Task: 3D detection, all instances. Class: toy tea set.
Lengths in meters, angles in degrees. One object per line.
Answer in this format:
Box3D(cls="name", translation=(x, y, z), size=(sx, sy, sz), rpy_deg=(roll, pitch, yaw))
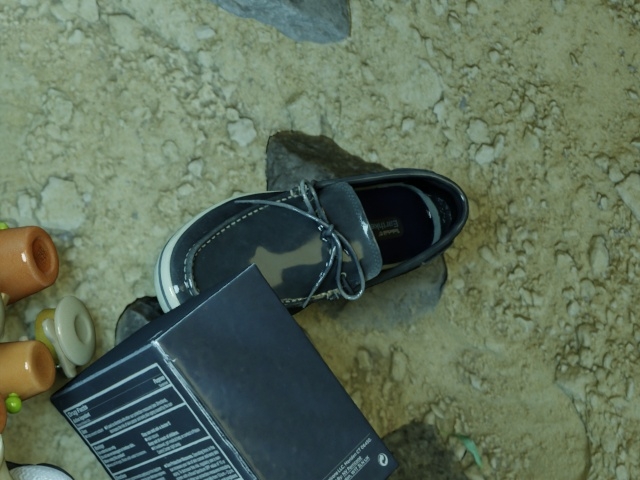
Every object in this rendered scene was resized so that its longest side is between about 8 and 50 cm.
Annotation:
Box3D(cls="toy tea set", translation=(-0.385, 0.110, 1.594), size=(0.336, 0.124, 0.200), rpy_deg=(-53, 126, -66))

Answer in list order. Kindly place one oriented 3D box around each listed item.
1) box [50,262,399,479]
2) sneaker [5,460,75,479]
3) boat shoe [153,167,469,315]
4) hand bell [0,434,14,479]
Box3D(cls="box", translation=(-0.116, 0.221, 1.656), size=(0.183, 0.296, 0.294), rpy_deg=(-40, 97, -37))
Box3D(cls="sneaker", translation=(-0.379, 0.280, 1.581), size=(0.268, 0.153, 0.101), rpy_deg=(15, 78, 9))
Box3D(cls="boat shoe", translation=(0.000, 0.000, 1.913), size=(0.500, 0.156, 0.187), rpy_deg=(-14, 83, -36))
Box3D(cls="hand bell", translation=(-0.291, 0.317, 1.454), size=(0.242, 0.126, 0.126), rpy_deg=(47, 52, -25))
